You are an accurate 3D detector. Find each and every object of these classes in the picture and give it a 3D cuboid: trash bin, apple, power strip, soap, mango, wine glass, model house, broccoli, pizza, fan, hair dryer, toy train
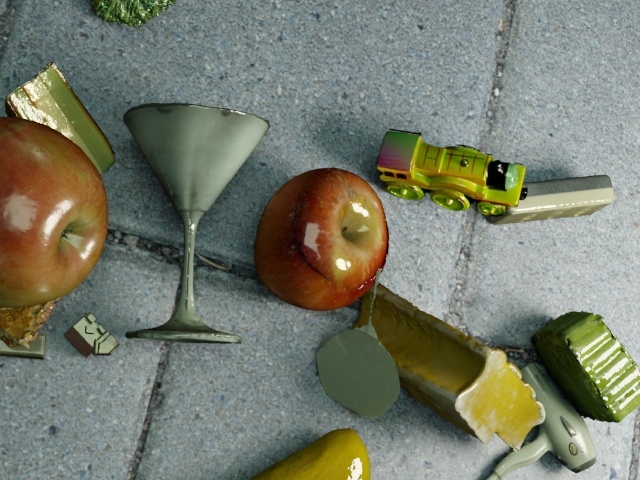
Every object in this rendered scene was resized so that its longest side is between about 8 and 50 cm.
[{"bbox_3d":[-0.529,0.183,1.784,0.092,0.061,0.043,5,78,-13],"label":"trash bin"},{"bbox_3d":[-0.499,-0.041,1.695,0.277,0.319,0.319,25,72,11],"label":"apple"},{"bbox_3d":[0.000,0.000,1.891,0.251,0.206,0.272,25,61,-33],"label":"apple"},{"bbox_3d":[0.468,-0.081,2.105,0.256,0.105,0.070,-5,76,-16],"label":"power strip"},{"bbox_3d":[0.232,0.246,1.974,0.169,0.338,0.304,-52,137,-10],"label":"soap"},{"bbox_3d":[-0.037,0.488,1.824,0.331,0.142,0.195,-28,92,-22],"label":"mango"},{"bbox_3d":[-0.235,-0.021,1.824,0.267,0.267,0.406,5,83,-15],"label":"wine glass"},{"bbox_3d":[-0.408,0.178,1.823,0.058,0.057,0.083,-43,94,-24],"label":"model house"},{"bbox_3d":[-0.355,-0.515,1.910,0.194,0.194,0.220,-4,86,-17],"label":"broccoli"},{"bbox_3d":[-0.534,0.132,1.754,0.201,0.193,0.053,-4,124,-12],"label":"pizza"},{"bbox_3d":[0.082,0.184,1.864,0.182,0.310,0.010,24,29,24],"label":"fan"},{"bbox_3d":[0.393,0.364,2.017,0.267,0.092,0.229,-10,74,-8],"label":"hair dryer"},{"bbox_3d":[0.254,-0.128,1.987,0.296,0.160,0.100,11,70,15],"label":"toy train"}]

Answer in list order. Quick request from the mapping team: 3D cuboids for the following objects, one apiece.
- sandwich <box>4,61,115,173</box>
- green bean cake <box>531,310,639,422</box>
[{"bbox_3d":[-0.463,-0.198,1.839,0.117,0.144,0.187,-43,92,-17],"label":"sandwich"},{"bbox_3d":[0.526,0.246,2.006,0.113,0.200,0.214,-34,93,-11],"label":"green bean cake"}]
